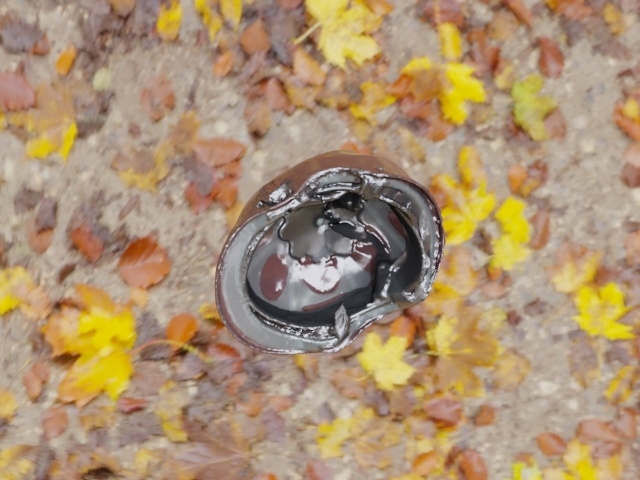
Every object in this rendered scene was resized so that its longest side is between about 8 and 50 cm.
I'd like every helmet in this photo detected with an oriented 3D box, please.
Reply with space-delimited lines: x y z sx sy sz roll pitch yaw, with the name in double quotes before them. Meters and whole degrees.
"helmet" 0.000 0.000 0.613 0.123 0.070 0.098 -22 119 -2
